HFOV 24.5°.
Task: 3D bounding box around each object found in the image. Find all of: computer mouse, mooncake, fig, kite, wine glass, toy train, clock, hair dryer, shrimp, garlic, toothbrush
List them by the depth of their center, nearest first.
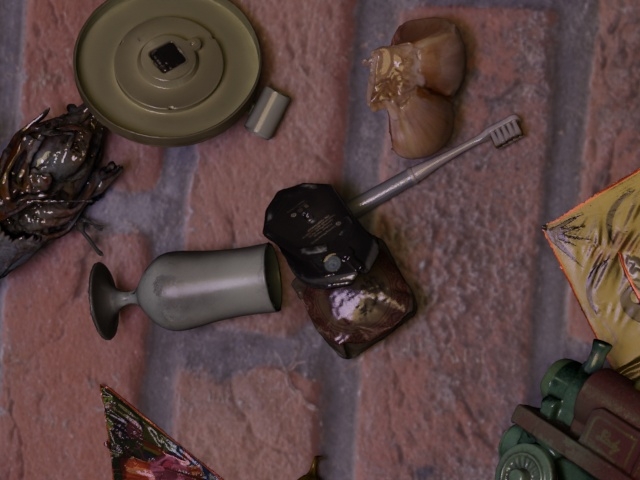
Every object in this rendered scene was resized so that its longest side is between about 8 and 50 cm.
[{"bbox_3d":[0.336,0.247,1.651,0.304,0.150,0.221,31,102,45],"label":"toy train"},{"bbox_3d":[0.420,0.027,1.743,0.327,0.013,0.377,15,94,15],"label":"kite"},{"bbox_3d":[0.000,0.000,1.780,0.106,0.062,0.192,-34,47,-11],"label":"computer mouse"},{"bbox_3d":[0.114,-0.186,1.791,0.124,0.099,0.174,3,94,-4],"label":"garlic"},{"bbox_3d":[0.044,0.067,1.811,0.130,0.073,0.125,-34,80,10],"label":"mooncake"},{"bbox_3d":[0.097,-0.066,1.822,0.342,0.025,0.030,-27,62,13],"label":"toothbrush"},{"bbox_3d":[-0.014,0.308,1.837,0.050,0.050,0.083,16,83,14],"label":"fig"},{"bbox_3d":[-0.191,-0.223,1.838,0.235,0.029,0.235,2,64,-4],"label":"clock"},{"bbox_3d":[-0.167,0.061,1.852,0.231,0.103,0.103,-9,87,11],"label":"wine glass"},{"bbox_3d":[-0.102,-0.181,1.875,0.124,0.038,0.063,30,95,21],"label":"hair dryer"},{"bbox_3d":[-0.331,-0.068,1.891,0.372,0.137,0.172,-41,116,18],"label":"shrimp"},{"bbox_3d":[-0.208,0.338,1.901,0.234,0.016,0.321,-8,87,15],"label":"kite"}]
